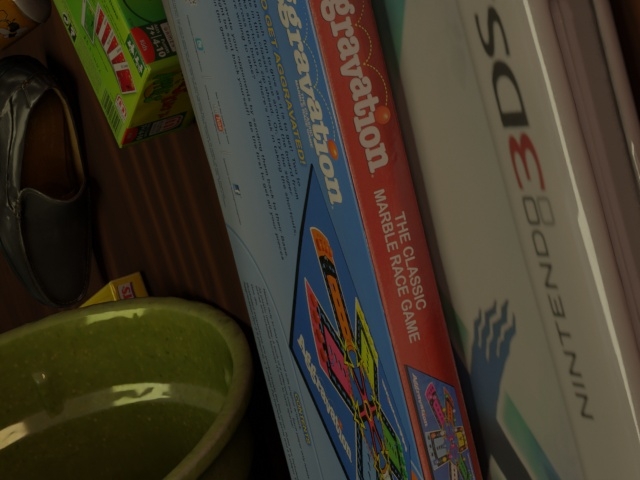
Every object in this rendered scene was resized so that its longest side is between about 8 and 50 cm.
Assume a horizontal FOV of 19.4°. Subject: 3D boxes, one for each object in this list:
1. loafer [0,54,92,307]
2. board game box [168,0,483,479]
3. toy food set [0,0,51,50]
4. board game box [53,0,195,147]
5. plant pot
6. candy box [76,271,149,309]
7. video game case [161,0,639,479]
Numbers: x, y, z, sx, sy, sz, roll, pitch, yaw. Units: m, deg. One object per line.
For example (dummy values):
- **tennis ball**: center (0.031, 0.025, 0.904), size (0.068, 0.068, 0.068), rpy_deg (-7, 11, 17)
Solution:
- **loafer**: center (-0.175, -0.030, 1.183), size (0.061, 0.062, 0.170), rpy_deg (26, 133, 54)
- **board game box**: center (0.000, 0.000, 0.738), size (0.145, 0.027, 0.281), rpy_deg (18, 125, 64)
- **toy food set**: center (-0.208, -0.226, 1.028), size (0.232, 0.104, 0.111), rpy_deg (50, -163, -24)
- **board game box**: center (-0.112, -0.149, 0.952), size (0.181, 0.043, 0.092), rpy_deg (64, 157, 14)
- **plant pot**: center (-0.119, 0.211, 1.035), size (0.276, 0.276, 0.254), rpy_deg (27, 144, 60)
- **candy box**: center (-0.135, 0.090, 1.232), size (0.206, 0.027, 0.105), rpy_deg (-33, 75, 68)
- **video game case**: center (0.030, -0.018, 0.737), size (0.329, 0.036, 0.300), rpy_deg (5, 112, 67)
